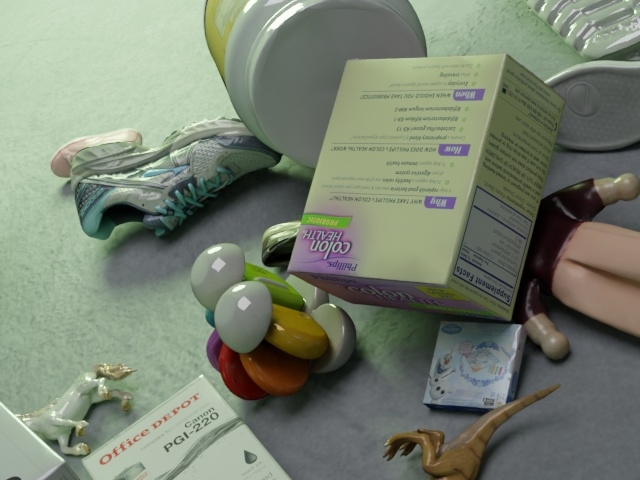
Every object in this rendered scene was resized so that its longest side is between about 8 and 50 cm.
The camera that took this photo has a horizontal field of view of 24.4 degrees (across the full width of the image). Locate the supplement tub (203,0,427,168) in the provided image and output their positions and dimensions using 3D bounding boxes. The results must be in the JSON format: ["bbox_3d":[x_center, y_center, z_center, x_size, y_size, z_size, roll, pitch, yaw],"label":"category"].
[{"bbox_3d":[-0.008,-0.236,1.791,0.241,0.241,0.331,-26,26,1],"label":"supplement tub"}]

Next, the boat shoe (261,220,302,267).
[{"bbox_3d":[0.000,0.000,1.709,0.152,0.056,0.049,-18,42,27],"label":"boat shoe"}]

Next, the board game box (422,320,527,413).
[{"bbox_3d":[0.154,0.126,1.469,0.090,0.020,0.090,1,66,31],"label":"board game box"}]

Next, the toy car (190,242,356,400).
[{"bbox_3d":[-0.064,0.097,1.578,0.136,0.159,0.182,-61,35,17],"label":"toy car"}]

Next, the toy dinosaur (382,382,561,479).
[{"bbox_3d":[0.127,0.206,1.395,0.112,0.064,0.211,26,70,26],"label":"toy dinosaur"}]

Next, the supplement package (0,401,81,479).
[{"bbox_3d":[-0.317,0.269,1.453,0.145,0.204,0.262,-41,39,-18],"label":"supplement package"}]

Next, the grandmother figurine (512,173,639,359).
[{"bbox_3d":[0.257,0.015,1.491,0.342,0.104,0.208,17,61,42],"label":"grandmother figurine"}]

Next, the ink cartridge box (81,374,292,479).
[{"bbox_3d":[-0.116,0.252,1.447,0.158,0.092,0.218,-35,36,-11],"label":"ink cartridge box"}]

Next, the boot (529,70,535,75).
[{"bbox_3d":[0.147,-0.098,1.719,0.248,0.090,0.207,-61,23,-7],"label":"boot"}]

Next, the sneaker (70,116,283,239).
[{"bbox_3d":[-0.178,-0.066,1.871,0.283,0.110,0.122,-13,62,14],"label":"sneaker"}]

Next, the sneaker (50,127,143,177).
[{"bbox_3d":[-0.307,-0.109,2.016,0.134,0.051,0.070,-17,33,6],"label":"sneaker"}]

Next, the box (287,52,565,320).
[{"bbox_3d":[0.108,-0.056,1.513,0.213,0.117,0.243,4,72,43],"label":"box"}]

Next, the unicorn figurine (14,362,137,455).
[{"bbox_3d":[-0.285,0.192,1.655,0.162,0.060,0.111,-33,34,-34],"label":"unicorn figurine"}]

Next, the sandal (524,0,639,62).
[{"bbox_3d":[0.320,-0.346,1.891,0.169,0.102,0.416,-33,48,17],"label":"sandal"}]

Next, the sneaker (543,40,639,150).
[{"bbox_3d":[0.378,-0.191,1.678,0.296,0.104,0.147,-17,18,31],"label":"sneaker"}]
